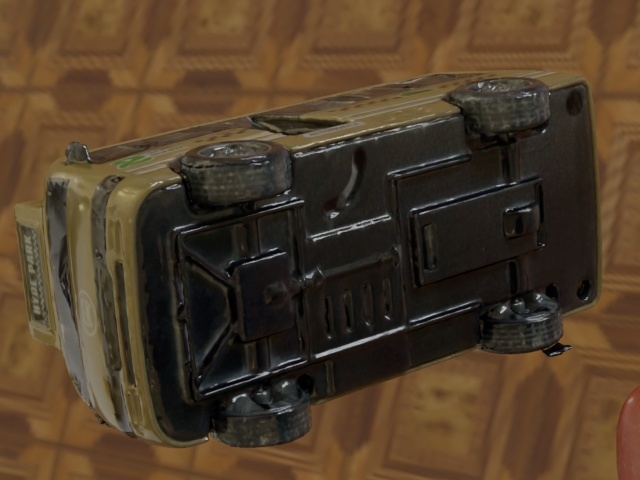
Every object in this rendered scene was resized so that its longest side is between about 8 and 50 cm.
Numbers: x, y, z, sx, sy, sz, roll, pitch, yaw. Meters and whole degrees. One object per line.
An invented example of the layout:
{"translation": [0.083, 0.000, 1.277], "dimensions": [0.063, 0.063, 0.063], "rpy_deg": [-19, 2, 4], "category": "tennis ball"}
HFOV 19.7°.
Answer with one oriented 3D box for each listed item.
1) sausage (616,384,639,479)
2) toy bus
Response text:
{"translation": [0.082, 0.132, 0.354], "dimensions": [0.034, 0.034, 0.253], "rpy_deg": [-23, 54, 34], "category": "sausage"}
{"translation": [0.000, 0.000, 1.144], "dimensions": [0.202, 0.365, 0.177], "rpy_deg": [13, 112, 50], "category": "toy bus"}
